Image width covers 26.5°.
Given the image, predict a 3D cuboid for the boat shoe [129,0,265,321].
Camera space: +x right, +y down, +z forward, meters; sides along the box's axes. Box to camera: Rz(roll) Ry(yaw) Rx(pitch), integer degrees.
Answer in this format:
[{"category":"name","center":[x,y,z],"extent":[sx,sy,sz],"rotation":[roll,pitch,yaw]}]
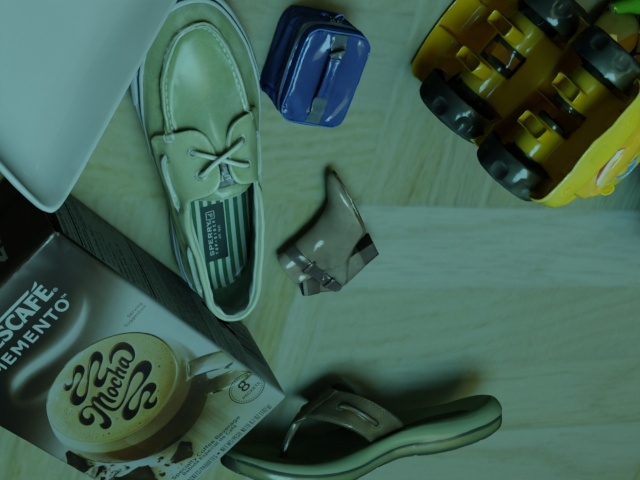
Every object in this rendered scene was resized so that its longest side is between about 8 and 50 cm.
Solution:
[{"category":"boat shoe","center":[-0.086,-0.069,1.127],"extent":[0.109,0.094,0.302],"rotation":[-19,128,-15]}]

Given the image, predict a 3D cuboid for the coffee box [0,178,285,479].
[{"category":"coffee box","center":[-0.195,0.092,1.164],"extent":[0.168,0.119,0.297],"rotation":[-44,130,7]}]

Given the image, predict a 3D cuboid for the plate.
[{"category":"plate","center":[-0.216,-0.206,0.922],"extent":[0.277,0.045,0.278],"rotation":[49,54,-40]}]

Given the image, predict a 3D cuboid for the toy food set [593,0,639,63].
[{"category":"toy food set","center":[0.308,-0.189,1.282],"extent":[0.132,0.038,0.192],"rotation":[-15,127,-18]}]

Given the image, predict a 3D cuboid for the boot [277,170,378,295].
[{"category":"boot","center":[0.000,0.000,1.256],"extent":[0.087,0.042,0.118],"rotation":[-27,123,2]}]

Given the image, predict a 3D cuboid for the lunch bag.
[{"category":"lunch bag","center":[-0.001,-0.147,1.136],"extent":[0.067,0.065,0.098],"rotation":[4,120,-29]}]

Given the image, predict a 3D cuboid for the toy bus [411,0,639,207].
[{"category":"toy bus","center":[0.217,-0.108,1.182],"extent":[0.149,0.220,0.211],"rotation":[-47,136,14]}]

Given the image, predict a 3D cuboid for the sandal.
[{"category":"sandal","center":[0.039,0.182,1.368],"extent":[0.302,0.120,0.086],"rotation":[-11,98,-22]}]
